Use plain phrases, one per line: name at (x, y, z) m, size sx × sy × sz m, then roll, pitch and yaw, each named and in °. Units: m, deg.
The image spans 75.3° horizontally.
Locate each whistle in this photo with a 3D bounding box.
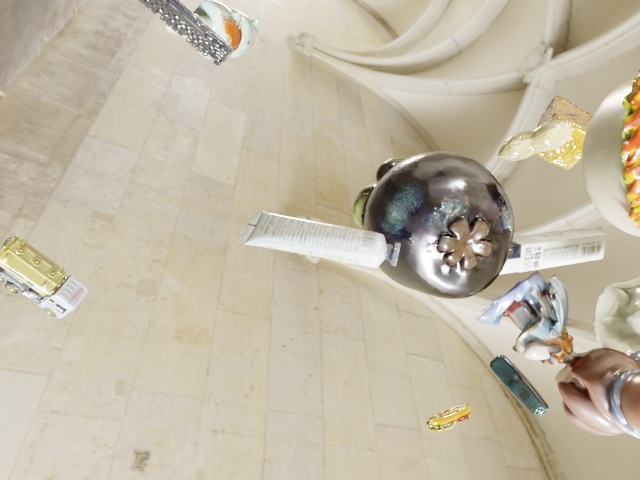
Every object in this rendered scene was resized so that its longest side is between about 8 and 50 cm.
whistle at (-0.207, -0.424, 0.839) m, size 0.101 × 0.106 × 0.253 m, roll -59°, pitch 168°, yaw 29°

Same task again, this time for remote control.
remote control at (0.666, 0.487, 1.397) m, size 0.072 × 0.042 × 0.222 m, roll -50°, pitch -122°, yaw 21°

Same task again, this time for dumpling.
dumpling at (0.894, 0.214, 1.145) m, size 0.243 × 0.187 × 0.318 m, roll 19°, pitch -115°, yaw 28°

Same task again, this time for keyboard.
keyboard at (-0.227, -0.338, 0.585) m, size 0.023 × 0.231 × 0.072 m, roll -58°, pitch -154°, yaw -7°

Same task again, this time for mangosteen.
mangosteen at (0.166, -0.032, 0.629) m, size 0.243 × 0.243 × 0.243 m, roll -49°, pitch -148°, yaw 45°

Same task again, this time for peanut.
peanut at (0.576, -0.267, 1.123) m, size 0.187 × 0.082 × 0.082 m, roll -17°, pitch -127°, yaw 28°

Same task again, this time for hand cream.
hand cream at (0.000, 0.000, 0.516) m, size 0.042 × 0.194 × 0.067 m, roll 88°, pitch 17°, yaw -47°

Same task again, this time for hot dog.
hot dog at (0.210, 0.288, 0.670) m, size 0.021 × 0.083 × 0.037 m, roll -130°, pitch -153°, yaw -55°

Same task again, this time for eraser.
eraser at (0.736, 0.034, 1.377) m, size 0.096 × 0.404 × 0.098 m, roll -129°, pitch -146°, yaw -70°

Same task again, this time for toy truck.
toy truck at (-0.379, 0.050, 0.561) m, size 0.063 × 0.123 × 0.052 m, roll -21°, pitch -147°, yaw 32°

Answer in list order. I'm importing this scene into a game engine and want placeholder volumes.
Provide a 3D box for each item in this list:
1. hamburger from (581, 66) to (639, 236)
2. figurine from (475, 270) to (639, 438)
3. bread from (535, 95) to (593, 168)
hamburger at (0.527, -0.125, 0.582) m, size 0.179 × 0.294 × 0.276 m, roll -169°, pitch -104°, yaw -72°
figurine at (0.578, 0.248, 0.915) m, size 0.388 × 0.277 × 0.248 m, roll 54°, pitch -52°, yaw 27°
bread at (0.721, -0.318, 1.236) m, size 0.158 × 0.143 × 0.149 m, roll -55°, pitch 170°, yaw -46°
